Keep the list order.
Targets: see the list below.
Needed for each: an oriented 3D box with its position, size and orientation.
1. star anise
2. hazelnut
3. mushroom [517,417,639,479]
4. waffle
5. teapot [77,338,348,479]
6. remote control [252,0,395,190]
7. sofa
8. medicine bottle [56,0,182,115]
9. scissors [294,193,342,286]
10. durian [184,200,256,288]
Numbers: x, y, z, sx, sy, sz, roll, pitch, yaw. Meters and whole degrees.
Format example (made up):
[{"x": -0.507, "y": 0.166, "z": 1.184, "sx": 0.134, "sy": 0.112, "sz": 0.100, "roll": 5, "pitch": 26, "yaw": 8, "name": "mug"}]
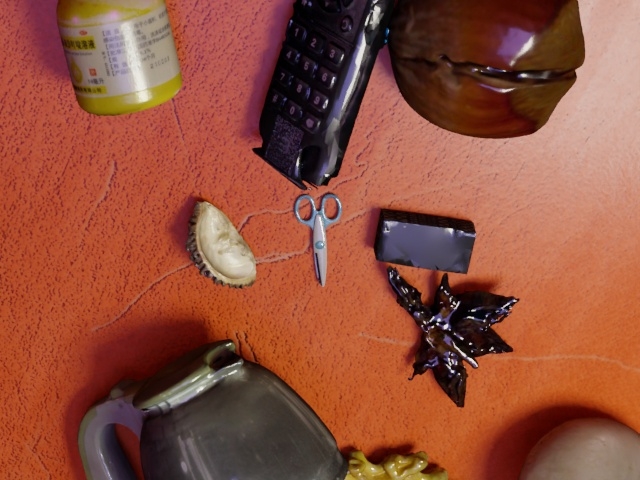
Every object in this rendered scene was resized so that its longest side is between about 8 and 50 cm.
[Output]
[{"x": 0.174, "y": 0.110, "z": 1.687, "sx": 0.157, "sy": 0.053, "sz": 0.213, "roll": -12, "pitch": 111, "yaw": 4, "name": "star anise"}, {"x": 0.176, "y": -0.210, "z": 1.484, "sx": 0.180, "sy": 0.181, "sz": 0.212, "roll": -6, "pitch": 125, "yaw": -21, "name": "hazelnut"}, {"x": 0.343, "y": 0.339, "z": 1.732, "sx": 0.226, "sy": 0.178, "sz": 0.227, "roll": 5, "pitch": 79, "yaw": -29, "name": "mushroom"}, {"x": 0.077, "y": 0.357, "z": 1.787, "sx": 0.229, "sy": 0.057, "sz": 0.219, "roll": -28, "pitch": 111, "yaw": 8, "name": "waffle"}, {"x": -0.139, "y": 0.251, "z": 1.682, "sx": 0.239, "sy": 0.321, "sz": 0.239, "roll": -33, "pitch": 97, "yaw": -31, "name": "teapot"}, {"x": 0.031, "y": -0.253, "z": 1.485, "sx": 0.062, "sy": 0.144, "sz": 0.399, "roll": 2, "pitch": 116, "yaw": -41, "name": "remote control"}, {"x": 0.127, "y": 0.001, "z": 1.647, "sx": 0.117, "sy": 0.039, "sz": 0.060, "roll": 8, "pitch": 111, "yaw": -5, "name": "sofa"}, {"x": -0.230, "y": -0.254, "z": 1.476, "sx": 0.121, "sy": 0.122, "sz": 0.213, "roll": -10, "pitch": 113, "yaw": 2, "name": "medicine bottle"}, {"x": 0.000, "y": 0.000, "z": 1.653, "sx": 0.058, "sy": 0.014, "sz": 0.119, "roll": -4, "pitch": 110, "yaw": 0, "name": "scissors"}, {"x": -0.125, "y": 0.014, "z": 1.634, "sx": 0.066, "sy": 0.052, "sz": 0.130, "roll": -31, "pitch": 110, "yaw": 8, "name": "durian"}]
